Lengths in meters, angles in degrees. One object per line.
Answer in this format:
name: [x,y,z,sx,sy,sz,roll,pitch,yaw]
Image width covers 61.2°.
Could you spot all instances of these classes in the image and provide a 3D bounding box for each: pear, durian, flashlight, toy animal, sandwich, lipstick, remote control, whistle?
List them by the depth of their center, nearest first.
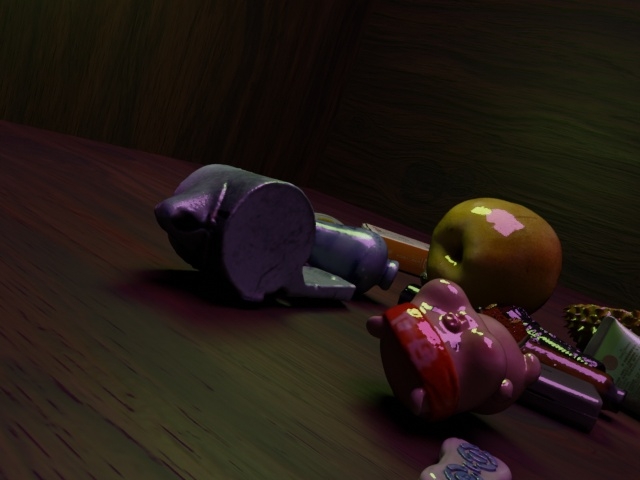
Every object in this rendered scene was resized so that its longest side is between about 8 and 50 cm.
remote control: [0.138,0.226,0.509,0.074,0.032,0.122,22,9,23]
toy animal: [0.158,0.142,0.672,0.198,0.171,0.171,16,9,-40]
sandwich: [0.281,0.141,0.853,0.135,0.067,0.029,26,-19,-30]
whistle: [-0.097,0.027,0.926,0.168,0.188,0.405,21,-25,44]
lipstick: [0.332,0.191,0.992,0.418,0.077,0.077,25,11,31]
flashlight: [0.434,0.212,1.052,0.093,0.093,0.232,13,14,-32]
durian: [0.601,0.215,1.077,0.154,0.186,0.260,13,-21,-27]
pear: [0.402,0.051,1.263,0.314,0.314,0.314,18,9,-3]

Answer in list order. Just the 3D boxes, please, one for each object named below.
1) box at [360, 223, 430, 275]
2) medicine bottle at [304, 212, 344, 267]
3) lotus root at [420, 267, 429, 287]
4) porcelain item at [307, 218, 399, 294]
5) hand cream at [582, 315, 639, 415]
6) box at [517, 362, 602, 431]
box: [0.258,0.035,1.719,0.274,0.091,0.221,18,8,-3]
medicine bottle: [0.000,0.000,1.346,0.161,0.111,0.296,13,10,-3]
lotus root: [0.329,0.116,1.431,0.165,0.088,0.088,25,4,-33]
porcelain item: [0.037,0.023,1.139,0.259,0.141,0.141,26,9,3]
hand cream: [0.599,0.268,0.927,0.093,0.147,0.306,9,20,-47]
box: [0.311,0.215,0.862,0.244,0.055,0.103,21,9,17]
